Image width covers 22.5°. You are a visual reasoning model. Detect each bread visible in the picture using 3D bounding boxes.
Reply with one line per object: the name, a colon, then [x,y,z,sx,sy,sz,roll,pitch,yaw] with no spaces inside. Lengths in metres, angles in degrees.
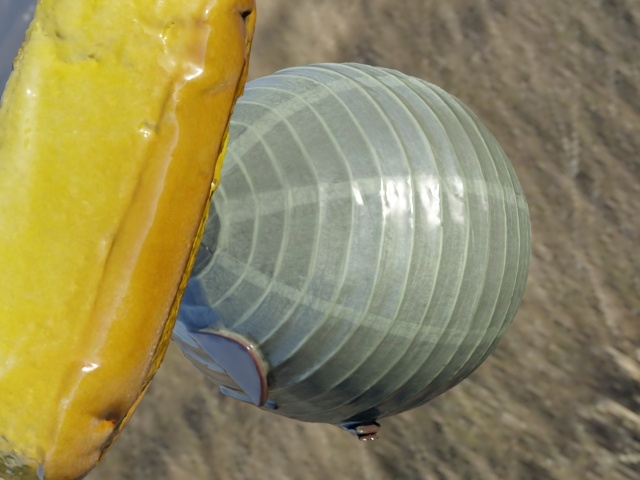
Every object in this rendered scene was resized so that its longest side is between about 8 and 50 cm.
bread: [-0.093,-0.012,0.685,0.102,0.094,0.245,20,-92,-82]

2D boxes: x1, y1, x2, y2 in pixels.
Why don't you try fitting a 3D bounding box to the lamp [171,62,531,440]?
lamp: [0.000,0.000,1.001,0.233,0.233,0.265,-58,39,4]
